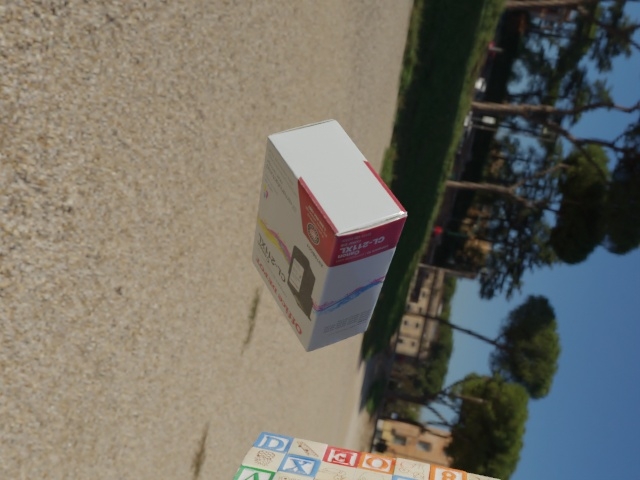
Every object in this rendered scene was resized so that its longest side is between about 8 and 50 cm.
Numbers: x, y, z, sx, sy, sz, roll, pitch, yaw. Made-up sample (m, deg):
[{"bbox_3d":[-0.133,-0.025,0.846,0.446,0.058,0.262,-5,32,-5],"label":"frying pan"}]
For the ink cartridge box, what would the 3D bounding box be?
[{"bbox_3d":[0.000,0.000,0.696,0.127,0.072,0.175,56,-30,31],"label":"ink cartridge box"}]

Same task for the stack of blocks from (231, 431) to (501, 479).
[{"bbox_3d":[0.049,0.314,0.838,0.171,0.297,0.087,-43,140,-74],"label":"stack of blocks"}]
